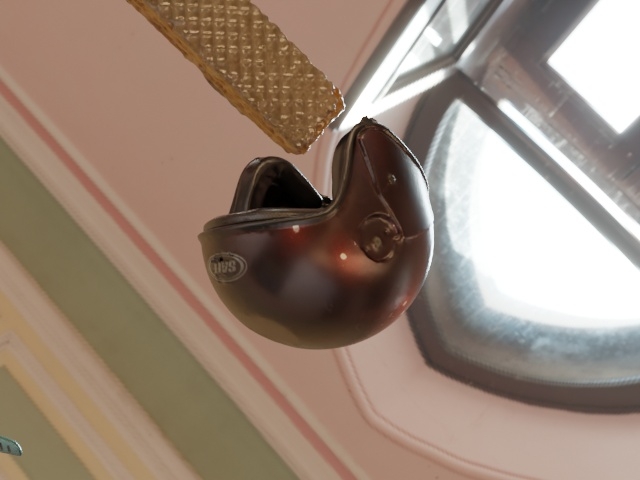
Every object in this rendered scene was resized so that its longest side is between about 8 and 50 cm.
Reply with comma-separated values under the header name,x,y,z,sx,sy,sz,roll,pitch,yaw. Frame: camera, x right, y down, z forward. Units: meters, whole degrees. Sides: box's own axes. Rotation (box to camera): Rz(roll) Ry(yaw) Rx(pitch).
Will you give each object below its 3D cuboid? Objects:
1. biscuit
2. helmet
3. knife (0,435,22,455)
name,x,y,z,sx,sy,sz,roll,pitch,yaw
biscuit,-0.131,-0.248,0.820,0.378,0.054,0.094,44,-105,-12
helmet,0.000,0.000,0.693,0.216,0.189,0.193,-11,-88,-39
knife,-0.229,0.117,0.480,0.091,0.014,0.005,27,-165,-24
